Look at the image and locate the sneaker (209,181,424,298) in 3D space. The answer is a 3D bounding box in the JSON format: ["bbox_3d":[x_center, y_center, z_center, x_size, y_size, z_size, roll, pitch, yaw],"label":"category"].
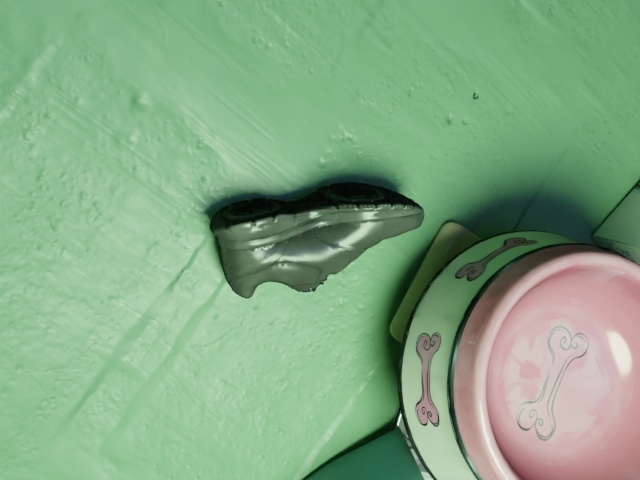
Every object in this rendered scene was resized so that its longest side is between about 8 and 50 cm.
[{"bbox_3d":[0.000,0.000,1.024,0.286,0.109,0.130,-9,111,-11],"label":"sneaker"}]

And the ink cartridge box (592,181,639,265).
[{"bbox_3d":[0.620,-0.020,1.213,0.270,0.197,0.198,-47,114,-7],"label":"ink cartridge box"}]

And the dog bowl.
[{"bbox_3d":[0.317,0.185,1.019,0.407,0.150,0.408,1,87,-18],"label":"dog bowl"}]

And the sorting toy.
[{"bbox_3d":[0.223,0.102,1.159,0.208,0.038,0.193,31,82,-20],"label":"sorting toy"}]

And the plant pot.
[{"bbox_3d":[0.050,0.415,1.092,0.234,0.166,0.166,-23,110,-2],"label":"plant pot"}]

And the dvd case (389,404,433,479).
[{"bbox_3d":[0.190,0.275,1.199,0.164,0.018,0.221,17,95,-25],"label":"dvd case"}]
